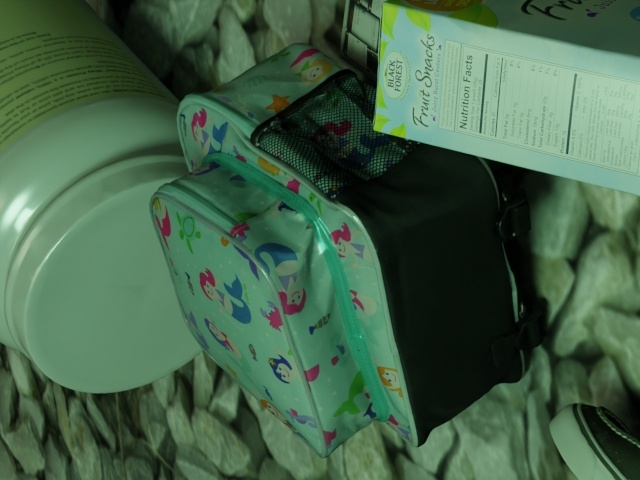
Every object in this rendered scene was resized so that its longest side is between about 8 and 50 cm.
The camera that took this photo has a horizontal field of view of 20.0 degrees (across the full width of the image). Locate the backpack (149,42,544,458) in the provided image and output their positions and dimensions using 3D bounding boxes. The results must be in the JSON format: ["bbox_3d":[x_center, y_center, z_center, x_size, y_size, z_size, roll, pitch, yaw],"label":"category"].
[{"bbox_3d":[0.000,0.000,1.186,0.253,0.191,0.225,46,158,48],"label":"backpack"}]

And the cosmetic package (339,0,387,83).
[{"bbox_3d":[0.071,-0.207,1.125,0.099,0.060,0.239,39,132,45],"label":"cosmetic package"}]

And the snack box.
[{"bbox_3d":[0.155,-0.082,0.855,0.207,0.174,0.070,14,116,25],"label":"snack box"}]

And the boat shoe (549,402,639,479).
[{"bbox_3d":[0.213,0.150,1.020,0.070,0.078,0.219,-52,44,9],"label":"boat shoe"}]

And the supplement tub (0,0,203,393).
[{"bbox_3d":[-0.216,-0.052,1.472,0.325,0.235,0.235,46,137,41],"label":"supplement tub"}]
